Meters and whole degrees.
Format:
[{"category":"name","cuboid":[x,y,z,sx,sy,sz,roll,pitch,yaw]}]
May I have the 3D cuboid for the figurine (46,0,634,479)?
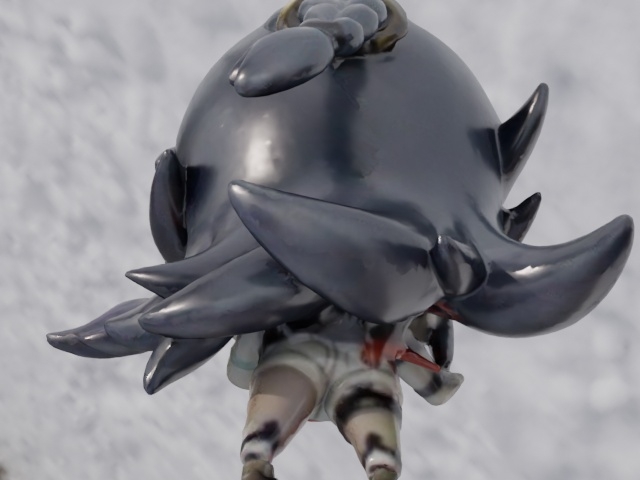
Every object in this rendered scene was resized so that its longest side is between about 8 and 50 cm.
[{"category":"figurine","cuboid":[0.008,-0.004,0.640,0.175,0.197,0.265,27,-176,-17]}]
